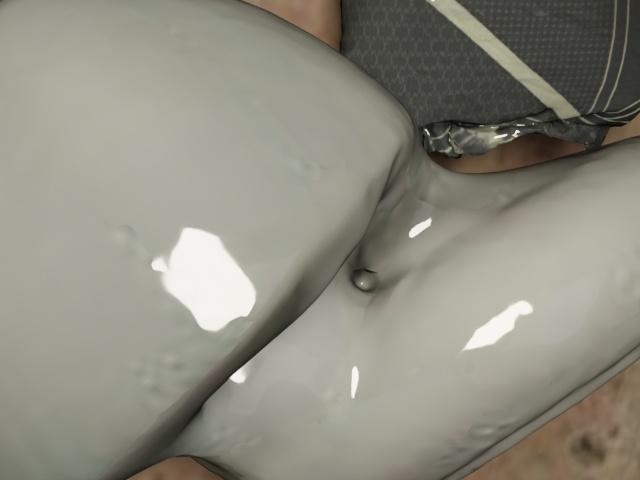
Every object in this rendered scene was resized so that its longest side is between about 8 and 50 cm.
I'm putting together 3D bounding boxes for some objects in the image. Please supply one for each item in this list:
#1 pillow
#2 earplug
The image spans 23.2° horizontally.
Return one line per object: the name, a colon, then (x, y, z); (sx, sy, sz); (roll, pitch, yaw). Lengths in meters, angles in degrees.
pillow: (0.071, -0.200, 0.615); (0.161, 0.092, 0.335); (-6, 100, -30)
earplug: (0.002, 0.011, 0.543); (0.326, 0.214, 0.175); (10, 55, -37)
